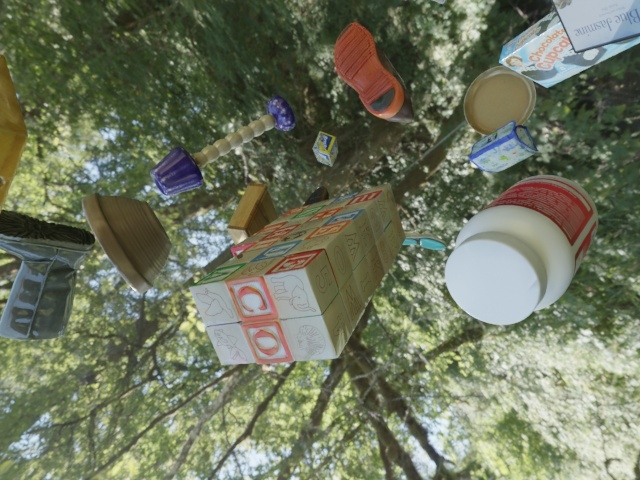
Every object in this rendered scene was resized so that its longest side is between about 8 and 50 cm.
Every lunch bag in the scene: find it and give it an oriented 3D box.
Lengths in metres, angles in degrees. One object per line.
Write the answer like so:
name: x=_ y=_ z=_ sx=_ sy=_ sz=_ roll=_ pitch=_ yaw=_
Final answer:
lunch bag: x=0.477 y=-0.243 z=1.078 sx=0.151 sy=0.128 sz=0.096 roll=-12 pitch=-104 yaw=-47

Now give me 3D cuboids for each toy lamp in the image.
toy lamp: x=-0.170 y=-0.170 z=0.731 sx=0.080 sy=0.274 sz=0.080 roll=44 pitch=158 yaw=23

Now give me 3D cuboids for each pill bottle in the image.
pill bottle: x=0.438 y=0.011 z=0.889 sx=0.407 sy=0.229 sz=0.229 roll=-27 pitch=-105 yaw=-44

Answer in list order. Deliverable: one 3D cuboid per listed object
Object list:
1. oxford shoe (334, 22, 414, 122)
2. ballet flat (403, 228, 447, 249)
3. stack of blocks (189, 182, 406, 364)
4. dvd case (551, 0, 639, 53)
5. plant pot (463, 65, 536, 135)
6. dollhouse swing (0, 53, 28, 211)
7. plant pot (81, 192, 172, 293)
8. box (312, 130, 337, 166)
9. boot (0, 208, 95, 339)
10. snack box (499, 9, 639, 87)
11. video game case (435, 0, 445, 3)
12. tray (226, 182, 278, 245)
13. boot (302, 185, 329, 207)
oxford shoe: x=0.108 y=-0.342 z=0.848 sx=0.098 sy=0.097 sz=0.272 roll=12 pitch=-130 yaw=-47
ballet flat: x=0.308 y=-0.010 z=1.269 sx=0.057 sy=0.168 sz=0.053 roll=77 pitch=-155 yaw=-56
stack of blocks: x=-0.017 y=0.025 z=0.494 sx=0.297 sy=0.171 sz=0.087 roll=-43 pitch=-63 yaw=-60
dvd case: x=0.492 y=-0.477 z=0.750 sx=0.253 sy=0.022 sz=0.180 roll=52 pitch=178 yaw=-16
plant pot: x=0.626 y=-0.485 z=1.433 sx=0.032 sy=0.236 sz=0.236 roll=-14 pitch=-118 yaw=-53
dollhouse swing: x=-0.513 y=-0.134 z=0.333 sx=0.305 sy=0.315 sz=0.346 roll=43 pitch=-161 yaw=23
plant pot: x=-0.405 y=-0.012 z=0.900 sx=0.237 sy=0.109 sz=0.237 roll=53 pitch=164 yaw=23
box: x=0.018 y=-0.280 z=1.265 sx=0.054 sy=0.059 sz=0.169 roll=22 pitch=180 yaw=6
boot: x=-0.489 y=0.064 z=0.667 sx=0.189 sy=0.209 sz=0.076 roll=21 pitch=-157 yaw=-37
snack box: x=0.651 y=-0.518 z=1.057 sx=0.187 sy=0.060 sz=0.322 roll=19 pitch=172 yaw=-15
video game case: x=0.208 y=-0.715 z=1.018 sx=0.269 sy=0.061 sz=0.244 roll=47 pitch=-145 yaw=2
tray: x=-0.208 y=0.008 z=1.500 sx=0.411 sy=0.076 sz=0.203 roll=75 pitch=-153 yaw=-52
boot: x=0.000 y=0.000 z=0.854 sx=0.106 sy=0.082 sz=0.219 roll=30 pitch=-114 yaw=-30
